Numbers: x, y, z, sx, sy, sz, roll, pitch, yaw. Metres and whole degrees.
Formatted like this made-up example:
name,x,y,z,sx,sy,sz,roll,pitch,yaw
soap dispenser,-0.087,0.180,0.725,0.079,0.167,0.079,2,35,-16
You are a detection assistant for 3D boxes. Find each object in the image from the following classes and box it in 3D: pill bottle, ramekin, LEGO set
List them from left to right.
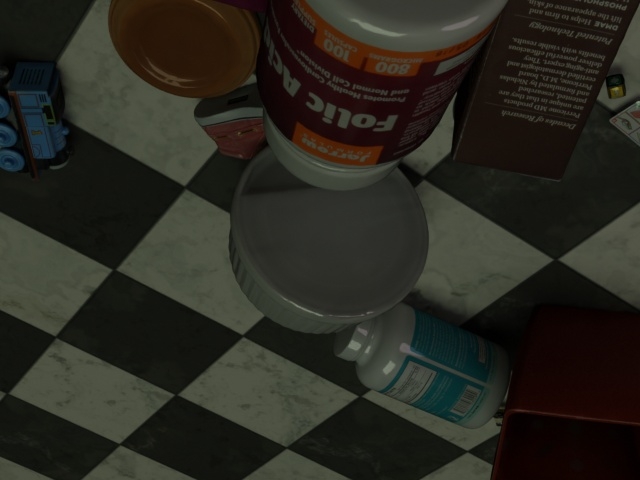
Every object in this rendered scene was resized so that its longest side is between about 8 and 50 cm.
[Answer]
name,x,y,z,sx,sy,sz,roll,pitch,yaw
ramekin,0.000,0.000,1.377,0.272,0.273,0.127,19,150,-9
pill bottle,0.048,-0.211,1.089,0.224,0.224,0.392,14,159,-3
pill bottle,0.157,0.188,1.622,0.264,0.146,0.146,25,136,-14
LEGO set,0.466,-0.147,1.260,0.244,0.060,0.182,32,134,-26

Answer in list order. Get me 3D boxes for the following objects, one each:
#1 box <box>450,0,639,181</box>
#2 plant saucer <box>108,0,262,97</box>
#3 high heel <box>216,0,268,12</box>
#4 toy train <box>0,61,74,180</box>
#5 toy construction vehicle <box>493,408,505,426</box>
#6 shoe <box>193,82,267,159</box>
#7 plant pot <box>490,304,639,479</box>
name,x,y,z,sx,sy,sz,roll,pitch,yaw
box,0.248,-0.266,1.079,0.143,0.191,0.381,13,138,-2
plant saucer,-0.173,-0.254,1.295,0.200,0.037,0.200,6,138,5
high heel,-0.221,-0.297,1.183,0.377,0.127,0.181,-10,123,16
toy train,-0.401,-0.163,1.413,0.105,0.080,0.184,2,137,1
toy construction vehicle,0.323,0.277,1.772,0.098,0.035,0.086,-9,123,17
shoe,-0.076,-0.161,1.360,0.178,0.063,0.081,-7,136,27
plant pot,0.405,0.248,1.569,0.267,0.236,0.267,5,138,6
